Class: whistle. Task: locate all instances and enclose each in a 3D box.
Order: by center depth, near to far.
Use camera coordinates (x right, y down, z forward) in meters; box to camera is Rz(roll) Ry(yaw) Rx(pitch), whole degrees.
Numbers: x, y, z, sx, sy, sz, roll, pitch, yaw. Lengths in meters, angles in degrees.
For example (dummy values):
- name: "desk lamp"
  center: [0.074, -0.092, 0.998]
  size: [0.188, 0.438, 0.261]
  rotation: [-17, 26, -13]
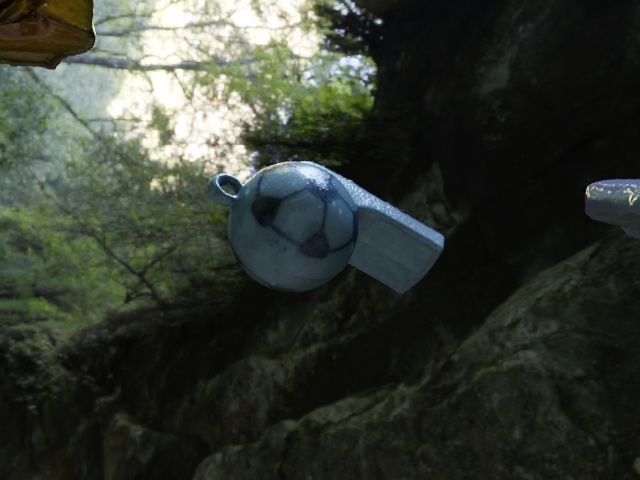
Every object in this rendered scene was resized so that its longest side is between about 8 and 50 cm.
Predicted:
- name: "whistle"
  center: [0.000, 0.000, 0.782]
  size: [0.164, 0.289, 0.163]
  rotation: [-60, -171, 16]

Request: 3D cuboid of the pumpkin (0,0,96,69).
- name: "pumpkin"
  center: [-0.290, -0.206, 0.437]
  size: [0.162, 0.278, 0.112]
  rotation: [-4, -98, 34]

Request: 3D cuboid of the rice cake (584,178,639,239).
- name: "rice cake"
  center: [0.255, 0.016, 0.367]
  size: [0.037, 0.189, 0.198]
  rotation: [-64, 176, 9]
